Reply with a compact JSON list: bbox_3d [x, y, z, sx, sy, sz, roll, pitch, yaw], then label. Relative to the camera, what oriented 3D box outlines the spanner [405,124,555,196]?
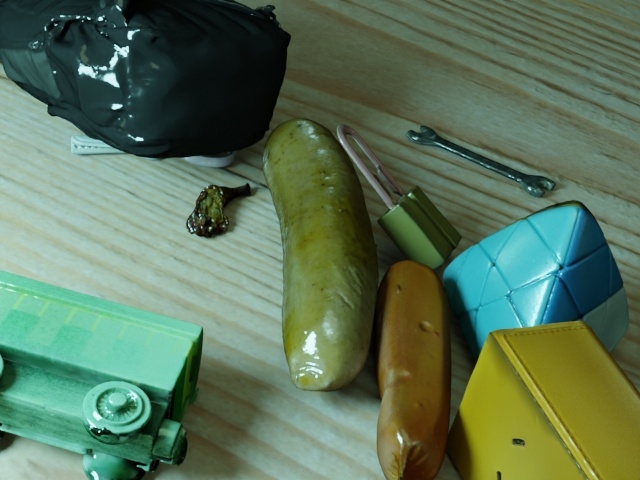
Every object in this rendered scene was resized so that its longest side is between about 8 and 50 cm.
[{"bbox_3d":[0.256,-0.130,1.683,0.254,0.015,0.054,26,41,17],"label":"spanner"}]

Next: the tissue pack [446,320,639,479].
[{"bbox_3d":[0.268,0.249,1.089,0.145,0.194,0.275,-3,41,-24],"label":"tissue pack"}]

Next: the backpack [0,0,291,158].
[{"bbox_3d":[-0.280,-0.282,1.521,0.445,0.255,0.363,21,21,34],"label":"backpack"}]

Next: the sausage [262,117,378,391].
[{"bbox_3d":[0.003,0.000,1.374,0.136,0.123,0.501,-8,42,-2],"label":"sausage"}]

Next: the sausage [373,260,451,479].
[{"bbox_3d":[0.110,0.151,1.239,0.093,0.097,0.349,2,40,0],"label":"sausage"}]

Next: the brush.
[{"bbox_3d":[0.096,-0.065,1.435,0.233,0.047,0.103,50,28,-2],"label":"brush"}]

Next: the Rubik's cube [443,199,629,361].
[{"bbox_3d":[0.239,0.094,1.313,0.254,0.255,0.254,7,39,-6],"label":"Rubik's cube"}]

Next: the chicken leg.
[{"bbox_3d":[-0.144,-0.050,1.470,0.062,0.037,0.145,35,40,-6],"label":"chicken leg"}]

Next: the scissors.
[{"bbox_3d":[-0.250,-0.144,1.561,0.242,0.031,0.118,-3,37,-21],"label":"scissors"}]

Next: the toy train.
[{"bbox_3d":[-0.274,0.150,1.127,0.300,0.120,0.202,15,37,4],"label":"toy train"}]
